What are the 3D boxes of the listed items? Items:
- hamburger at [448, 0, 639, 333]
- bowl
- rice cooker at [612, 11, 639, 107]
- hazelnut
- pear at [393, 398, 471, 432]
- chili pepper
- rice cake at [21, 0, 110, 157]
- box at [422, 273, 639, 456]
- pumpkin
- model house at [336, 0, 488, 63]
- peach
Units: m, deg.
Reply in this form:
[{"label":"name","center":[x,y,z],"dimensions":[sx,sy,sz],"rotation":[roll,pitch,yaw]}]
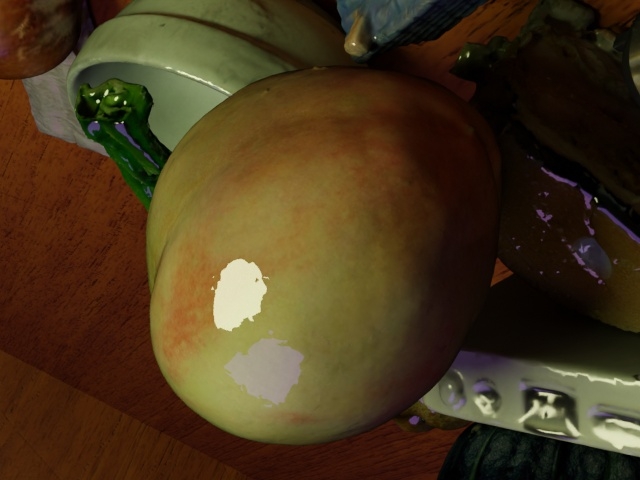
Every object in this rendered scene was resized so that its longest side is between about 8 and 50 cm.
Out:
[{"label":"hamburger","center":[0.215,-0.051,1.078],"dimensions":[0.288,0.167,0.192],"rotation":[40,154,3]},{"label":"bowl","center":[-0.070,-0.132,1.243],"dimensions":[0.307,0.163,0.307],"rotation":[20,157,9]},{"label":"rice cooker","center":[0.296,-0.124,0.972],"dimensions":[0.165,0.112,0.106],"rotation":[29,162,-15]},{"label":"hazelnut","center":[-0.295,-0.232,1.279],"dimensions":[0.143,0.154,0.143],"rotation":[-7,-172,1]},{"label":"pear","center":[0.143,0.177,1.732],"dimensions":[0.167,0.136,0.167],"rotation":[18,160,7]},{"label":"chili pepper","center":[-0.121,-0.046,1.190],"dimensions":[0.099,0.083,0.253],"rotation":[0,143,48]},{"label":"rice cake","center":[-0.286,-0.187,1.480],"dimensions":[0.106,0.050,0.298],"rotation":[20,156,9]},{"label":"box","center":[0.318,0.088,1.139],"dimensions":[0.367,0.373,0.090],"rotation":[7,110,36]},{"label":"pumpkin","center":[0.330,0.387,1.842],"dimensions":[0.363,0.266,0.363],"rotation":[16,156,7]},{"label":"model house","center":[0.048,-0.225,0.921],"dimensions":[0.183,0.172,0.166],"rotation":[31,157,-14]},{"label":"peach","center":[0.000,0.001,0.970],"dimensions":[0.247,0.292,0.292],"rotation":[32,156,-11]}]
